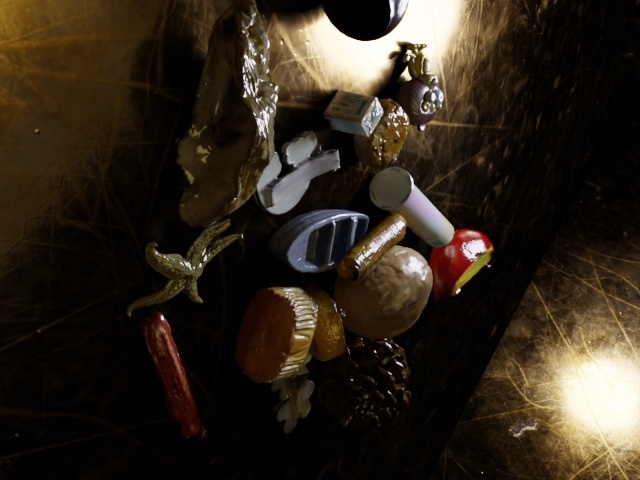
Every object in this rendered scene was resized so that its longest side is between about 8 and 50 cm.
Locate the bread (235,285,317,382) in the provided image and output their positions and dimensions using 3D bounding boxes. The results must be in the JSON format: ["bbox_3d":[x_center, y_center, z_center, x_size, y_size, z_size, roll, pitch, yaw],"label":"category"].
[{"bbox_3d":[-0.091,0.186,1.107,0.114,0.132,0.190,4,104,-55],"label":"bread"}]

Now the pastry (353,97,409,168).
[{"bbox_3d":[0.133,-0.233,1.215,0.153,0.081,0.153,-23,128,-34],"label":"pastry"}]

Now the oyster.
[{"bbox_3d":[-0.127,-0.183,0.823,0.110,0.166,0.341,1,97,-52],"label":"oyster"}]

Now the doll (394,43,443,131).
[{"bbox_3d":[0.223,-0.347,1.268,0.145,0.096,0.188,-51,135,-36],"label":"doll"}]

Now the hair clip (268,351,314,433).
[{"bbox_3d":[-0.060,0.353,1.322,0.146,0.075,0.257,-45,149,-41],"label":"hair clip"}]

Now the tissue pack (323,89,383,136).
[{"bbox_3d":[0.066,-0.250,1.091,0.074,0.094,0.059,-58,146,-16],"label":"tissue pack"}]

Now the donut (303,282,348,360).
[{"bbox_3d":[-0.004,0.195,1.236,0.078,0.146,0.181,-24,135,-26],"label":"donut"}]

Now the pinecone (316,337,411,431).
[{"bbox_3d":[0.126,0.360,1.446,0.309,0.244,0.244,-51,150,-57],"label":"pinecone"}]

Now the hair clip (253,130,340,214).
[{"bbox_3d":[-0.052,-0.120,1.047,0.220,0.054,0.140,-37,142,-34],"label":"hair clip"}]

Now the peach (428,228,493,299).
[{"bbox_3d":[0.422,0.062,1.760,0.267,0.154,0.159,-38,148,-23],"label":"peach"}]

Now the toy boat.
[{"bbox_3d":[0.000,0.000,1.171,0.283,0.078,0.127,-13,121,-52],"label":"toy boat"}]

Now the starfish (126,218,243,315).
[{"bbox_3d":[-0.215,0.051,0.896,0.223,0.050,0.217,-37,159,-15],"label":"starfish"}]

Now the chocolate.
[{"bbox_3d":[0.076,-0.436,0.952,0.177,0.177,0.176,-34,135,-41],"label":"chocolate"}]

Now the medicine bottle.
[{"bbox_3d":[0.257,-0.072,1.484,0.426,0.108,0.108,29,85,-60],"label":"medicine bottle"}]

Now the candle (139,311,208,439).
[{"bbox_3d":[-0.260,0.254,0.984,0.051,0.048,0.329,-53,147,-44],"label":"candle"}]

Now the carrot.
[{"bbox_3d":[0.119,0.011,1.232,0.260,0.070,0.070,-37,138,-50],"label":"carrot"}]

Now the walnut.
[{"bbox_3d":[0.145,0.123,1.331,0.261,0.225,0.225,-32,136,-23],"label":"walnut"}]
